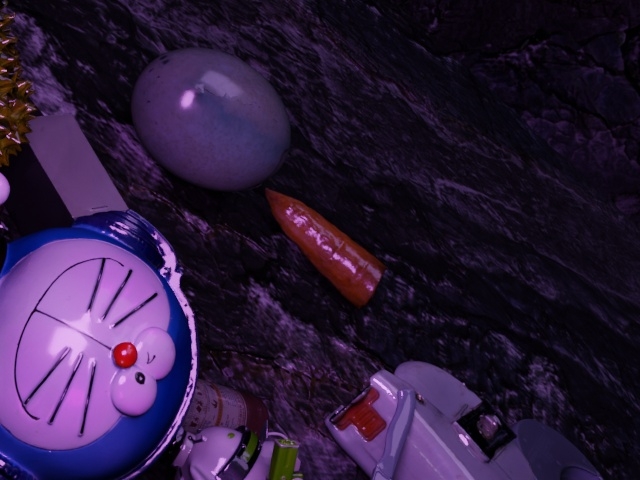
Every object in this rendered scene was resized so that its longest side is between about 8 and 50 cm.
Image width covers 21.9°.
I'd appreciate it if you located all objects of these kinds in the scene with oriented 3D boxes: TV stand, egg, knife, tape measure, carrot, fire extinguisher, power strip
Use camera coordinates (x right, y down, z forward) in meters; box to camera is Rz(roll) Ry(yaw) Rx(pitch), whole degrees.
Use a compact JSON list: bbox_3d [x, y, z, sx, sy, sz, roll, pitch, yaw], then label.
[{"bbox_3d":[-0.246,-0.003,1.735,0.082,0.088,0.269,-12,61,-48],"label":"TV stand"},{"bbox_3d":[-0.136,-0.152,2.093,0.236,0.169,0.169,26,30,-39],"label":"egg"},{"bbox_3d":[0.072,0.258,1.848,0.028,0.015,0.210,34,58,-25],"label":"knife"},{"bbox_3d":[0.147,0.252,1.991,0.243,0.125,0.246,50,23,5],"label":"tape measure"},{"bbox_3d":[0.000,0.000,2.224,0.205,0.072,0.072,43,22,-5],"label":"carrot"},{"bbox_3d":[-0.151,0.153,1.669,0.231,0.071,0.099,25,65,-44],"label":"fire extinguisher"},{"bbox_3d":[0.304,0.326,2.246,0.167,0.054,0.253,47,22,6],"label":"power strip"}]

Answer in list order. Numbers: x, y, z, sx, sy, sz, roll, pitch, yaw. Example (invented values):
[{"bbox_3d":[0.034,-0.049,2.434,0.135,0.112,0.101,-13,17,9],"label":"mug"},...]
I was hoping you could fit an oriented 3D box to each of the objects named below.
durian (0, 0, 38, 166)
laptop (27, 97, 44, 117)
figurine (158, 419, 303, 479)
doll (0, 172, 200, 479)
[{"bbox_3d":[-0.402,-0.171,1.607,0.291,0.224,0.291,58,-11,19],"label":"durian"},{"bbox_3d":[-0.336,-0.125,1.891,0.197,0.016,0.135,51,21,9],"label":"laptop"},{"bbox_3d":[-0.077,0.242,1.627,0.192,0.126,0.147,35,-11,-14],"label":"figurine"},{"bbox_3d":[-0.252,0.086,1.423,0.310,0.240,0.284,25,69,-17],"label":"doll"}]
